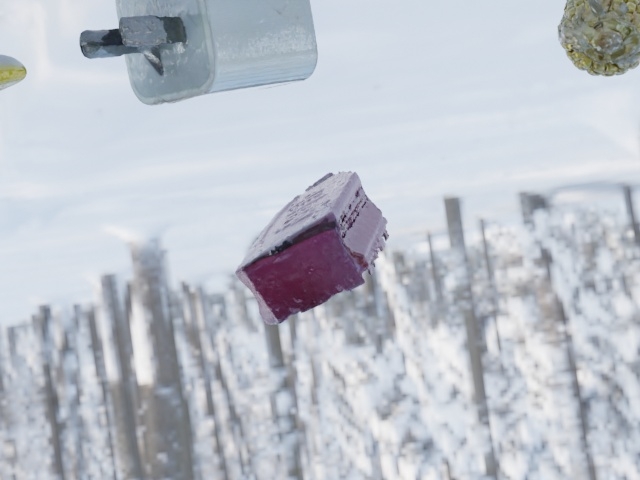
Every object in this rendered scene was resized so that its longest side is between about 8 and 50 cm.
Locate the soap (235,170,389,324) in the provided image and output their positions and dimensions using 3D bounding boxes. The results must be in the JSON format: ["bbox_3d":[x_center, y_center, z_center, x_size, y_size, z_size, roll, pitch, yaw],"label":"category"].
[{"bbox_3d":[0.000,0.000,1.703,0.162,0.099,0.250,-32,-169,21],"label":"soap"}]

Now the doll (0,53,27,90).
[{"bbox_3d":[-0.335,-0.072,0.911,0.103,0.145,0.316,36,-158,26],"label":"doll"}]

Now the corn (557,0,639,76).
[{"bbox_3d":[0.309,-0.245,1.470,0.106,0.106,0.293,-8,-164,13],"label":"corn"}]

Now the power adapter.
[{"bbox_3d":[-0.121,-0.191,1.236,0.130,0.125,0.205,-4,-172,44],"label":"power adapter"}]
